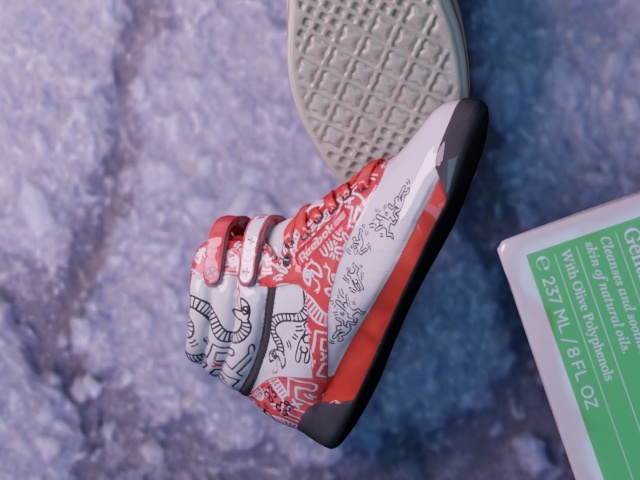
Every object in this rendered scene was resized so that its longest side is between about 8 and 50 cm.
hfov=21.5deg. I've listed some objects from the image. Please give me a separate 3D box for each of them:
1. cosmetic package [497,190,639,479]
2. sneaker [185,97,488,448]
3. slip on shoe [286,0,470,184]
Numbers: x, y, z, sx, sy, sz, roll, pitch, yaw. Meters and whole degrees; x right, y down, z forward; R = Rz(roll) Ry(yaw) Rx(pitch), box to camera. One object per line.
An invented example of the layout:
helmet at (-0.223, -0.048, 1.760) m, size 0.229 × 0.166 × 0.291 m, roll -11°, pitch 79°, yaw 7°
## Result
cosmetic package at (0.317, 0.030, 1.050) m, size 0.366 × 0.155 × 0.197 m, roll -21°, pitch 86°, yaw 12°
sneaker at (-0.001, 0.001, 1.113) m, size 0.145 × 0.090 × 0.270 m, roll 29°, pitch 118°, yaw 9°
slip on shoe at (0.027, -0.182, 1.121) m, size 0.123 × 0.101 × 0.331 m, roll -13°, pitch 104°, yaw 16°
